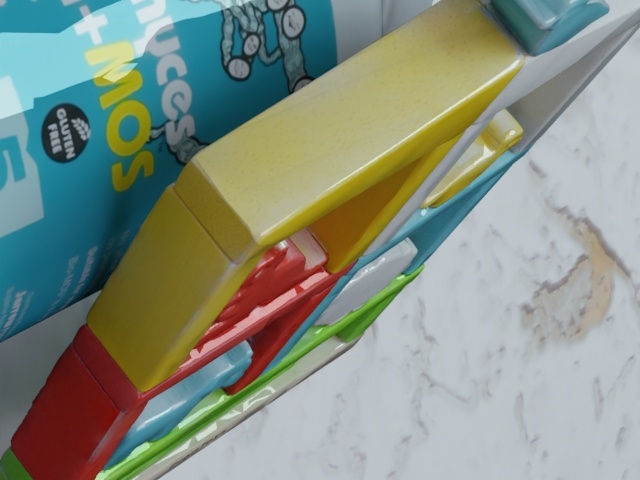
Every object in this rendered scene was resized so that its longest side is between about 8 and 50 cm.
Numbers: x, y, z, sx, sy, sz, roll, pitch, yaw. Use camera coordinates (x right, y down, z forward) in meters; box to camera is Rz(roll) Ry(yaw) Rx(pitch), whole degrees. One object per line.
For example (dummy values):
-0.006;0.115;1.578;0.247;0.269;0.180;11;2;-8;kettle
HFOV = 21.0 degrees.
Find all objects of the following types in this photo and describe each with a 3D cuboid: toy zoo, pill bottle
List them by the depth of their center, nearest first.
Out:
-0.082;-0.059;0.525;0.264;0.146;0.146;-30;118;-39;pill bottle
0.000;0.000;0.556;0.192;0.293;0.030;-32;78;-37;toy zoo
